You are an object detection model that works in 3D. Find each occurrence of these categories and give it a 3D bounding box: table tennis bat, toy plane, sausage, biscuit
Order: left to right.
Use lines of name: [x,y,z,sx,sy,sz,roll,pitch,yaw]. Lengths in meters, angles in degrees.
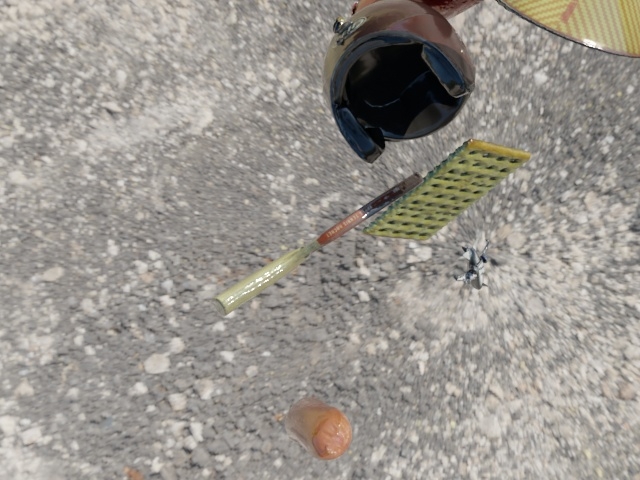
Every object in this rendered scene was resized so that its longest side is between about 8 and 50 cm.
sausage: [-0.006,0.276,1.257,0.077,0.194,0.077,1,87,-17]
table tennis bat: [0.000,0.000,0.522,0.156,0.087,0.013,-33,91,-23]
biscuit: [0.175,-0.063,1.183,0.231,0.139,0.016,-42,55,40]
toy plane: [0.205,0.037,1.127,0.031,0.083,0.078,19,53,42]

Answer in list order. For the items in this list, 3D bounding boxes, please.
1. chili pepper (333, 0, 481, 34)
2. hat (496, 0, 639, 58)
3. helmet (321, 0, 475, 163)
chili pepper: [0.137,-0.342,1.228,0.110,0.387,0.110,7,77,-33]
hat: [0.256,-0.253,0.805,0.193,0.193,0.082,27,124,10]
helmet: [0.100,-0.211,1.100,0.189,0.216,0.193,-36,54,25]
